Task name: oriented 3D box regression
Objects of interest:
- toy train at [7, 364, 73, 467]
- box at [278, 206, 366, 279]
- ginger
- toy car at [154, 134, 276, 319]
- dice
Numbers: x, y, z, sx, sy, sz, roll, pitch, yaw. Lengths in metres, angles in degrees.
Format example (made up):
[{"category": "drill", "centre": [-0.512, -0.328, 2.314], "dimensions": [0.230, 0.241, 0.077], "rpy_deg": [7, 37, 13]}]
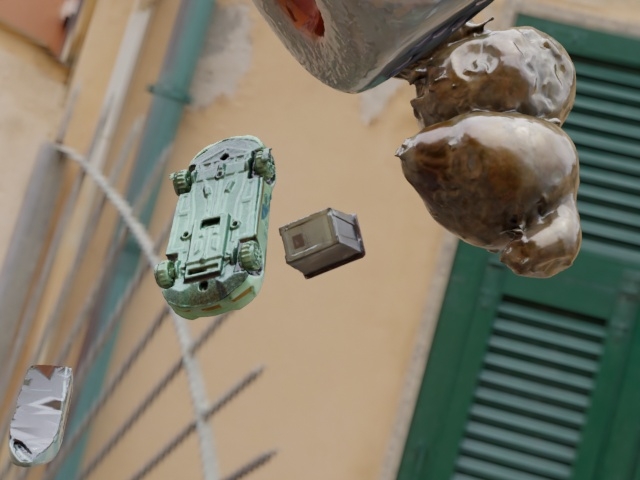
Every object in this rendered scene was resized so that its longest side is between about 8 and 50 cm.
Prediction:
[{"category": "toy train", "centre": [-0.300, 0.199, 1.519], "dimensions": [0.055, 0.048, 0.252], "rpy_deg": [3, 16, -5]}, {"category": "box", "centre": [0.000, 0.000, 1.678], "dimensions": [0.085, 0.060, 0.063], "rpy_deg": [-21, -24, 21]}, {"category": "ginger", "centre": [0.178, -0.116, 1.549], "dimensions": [0.256, 0.375, 0.176], "rpy_deg": [9, -40, -27]}, {"category": "toy car", "centre": [-0.075, -0.011, 1.158], "dimensions": [0.093, 0.186, 0.058], "rpy_deg": [-15, -48, 19]}, {"category": "dice", "centre": [0.047, -0.248, 1.180], "dimensions": [0.193, 0.192, 0.194], "rpy_deg": [52, -15, 2]}]
